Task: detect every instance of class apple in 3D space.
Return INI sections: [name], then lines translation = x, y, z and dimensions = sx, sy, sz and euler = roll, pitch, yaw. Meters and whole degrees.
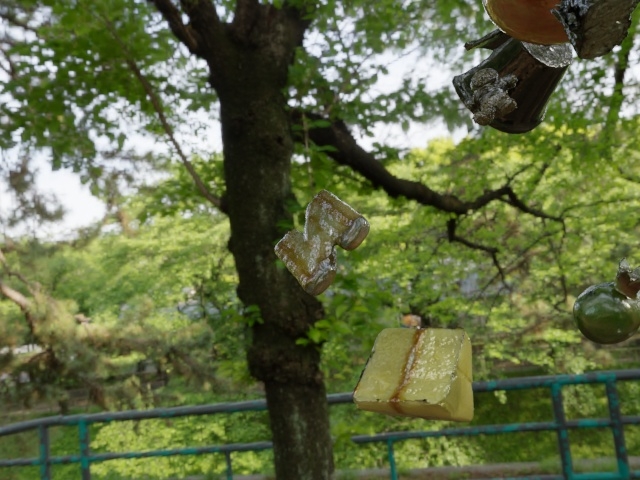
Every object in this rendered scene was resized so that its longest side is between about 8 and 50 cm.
[apple]
translation = 0.570, -0.678, 1.454
dimensions = 0.347, 0.391, 0.391
euler = 16, 5, 25

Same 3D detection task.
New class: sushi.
[sushi]
translation = 0.544, -0.458, 1.213
dimensions = 0.147, 0.114, 0.212
euler = -28, -22, 11

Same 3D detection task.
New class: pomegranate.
[pomegranate]
translation = 0.624, 0.127, 1.273
dimensions = 0.131, 0.191, 0.152
euler = 35, 43, 30

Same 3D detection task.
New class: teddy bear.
[teddy bear]
translation = 0.365, -0.297, 1.270
dimensions = 0.119, 0.160, 0.078
euler = -26, -47, 25

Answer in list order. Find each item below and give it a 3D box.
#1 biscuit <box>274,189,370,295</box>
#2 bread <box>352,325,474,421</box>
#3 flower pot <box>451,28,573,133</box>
[biscuit]
translation = 0.000, 0.000, 1.568
dimensions = 0.062, 0.236, 0.291
euler = 36, 2, -32
[bread]
translation = 0.231, 0.321, 1.517
dimensions = 0.264, 0.235, 0.198
euler = -6, -22, 32
[flower pot]
translation = 0.645, -0.557, 1.928
dimensions = 0.380, 0.379, 0.251
euler = -4, -23, -26
